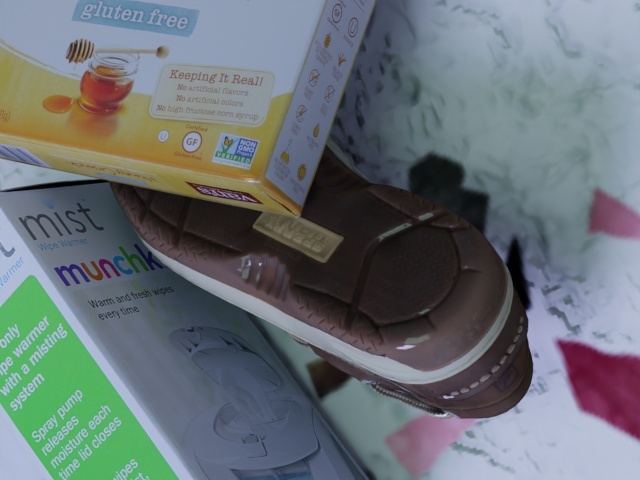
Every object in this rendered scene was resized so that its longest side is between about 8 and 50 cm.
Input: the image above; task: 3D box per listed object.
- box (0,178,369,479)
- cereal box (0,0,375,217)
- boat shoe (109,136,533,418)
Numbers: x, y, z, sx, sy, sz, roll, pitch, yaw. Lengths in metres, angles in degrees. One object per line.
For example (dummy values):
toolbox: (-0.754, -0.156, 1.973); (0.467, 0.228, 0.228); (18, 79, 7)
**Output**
box: (-0.130, 0.138, 0.822); (0.262, 0.127, 0.231); (-44, 74, 26)
cereal box: (-0.051, -0.140, 0.747); (0.173, 0.047, 0.240); (11, 75, 29)
boat shoe: (-0.005, 0.006, 0.755); (0.095, 0.095, 0.257); (-46, 44, -5)
